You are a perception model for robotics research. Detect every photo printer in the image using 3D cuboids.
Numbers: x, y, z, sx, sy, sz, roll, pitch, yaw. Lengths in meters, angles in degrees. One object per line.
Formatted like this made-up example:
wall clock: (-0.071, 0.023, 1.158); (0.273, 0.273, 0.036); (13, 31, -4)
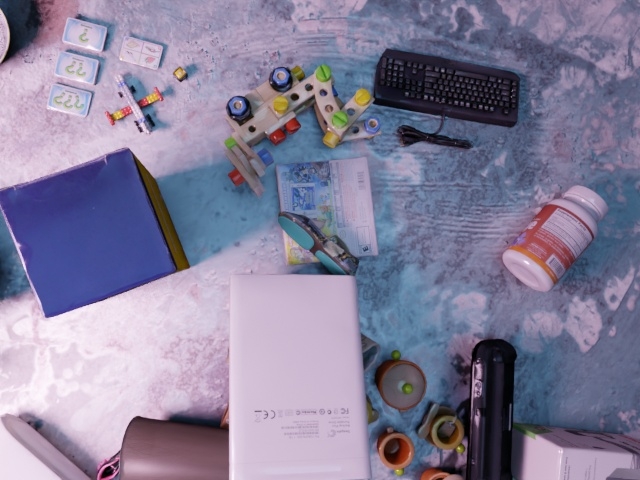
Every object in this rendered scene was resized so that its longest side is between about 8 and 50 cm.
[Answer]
photo printer: (-0.555, 0.485, 1.093); (0.307, 0.107, 0.256); (45, 82, -5)

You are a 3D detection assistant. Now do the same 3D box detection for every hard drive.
hard drive: (-0.041, 0.232, 1.059); (0.233, 0.047, 0.352); (2, 68, -12)

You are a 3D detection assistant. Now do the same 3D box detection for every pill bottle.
pill bottle: (0.491, -0.008, 1.266); (0.121, 0.121, 0.216); (44, 82, -5)

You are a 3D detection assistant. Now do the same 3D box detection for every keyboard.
keyboard: (0.266, -0.286, 1.286); (0.318, 0.033, 0.201); (7, 87, -8)

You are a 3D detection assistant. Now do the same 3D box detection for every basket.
basket: (-0.220, 0.413, 1.094); (0.227, 0.154, 0.204); (-4, 98, 7)

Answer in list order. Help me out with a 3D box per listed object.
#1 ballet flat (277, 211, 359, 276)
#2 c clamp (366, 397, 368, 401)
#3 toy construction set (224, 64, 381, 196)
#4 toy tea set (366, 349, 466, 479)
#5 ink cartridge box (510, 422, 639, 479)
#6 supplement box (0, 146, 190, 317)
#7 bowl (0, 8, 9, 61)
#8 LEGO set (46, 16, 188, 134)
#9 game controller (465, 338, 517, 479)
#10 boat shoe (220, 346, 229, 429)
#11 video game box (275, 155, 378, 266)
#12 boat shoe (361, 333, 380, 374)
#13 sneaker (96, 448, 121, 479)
ballet flat: (0.000, 0.000, 1.179); (0.188, 0.070, 0.070); (45, 82, -7)
c clamp: (0.045, 0.372, 1.184); (0.137, 0.022, 0.160); (-4, 112, 30)
toy construction set: (-0.059, -0.217, 1.173); (0.328, 0.151, 0.215); (-35, 85, -21)
toy tea set: (0.188, 0.383, 1.203); (0.336, 0.124, 0.200); (44, 82, -5)
ink cartridge box: (0.547, 0.454, 1.220); (0.273, 0.198, 0.114); (8, 86, -9)
supplement box: (-0.350, -0.007, 1.014); (0.194, 0.356, 0.195); (-21, 91, -9)
bowl: (-0.648, -0.366, 1.120); (0.170, 0.080, 0.169); (0, 88, -8)
LEGO set: (-0.388, -0.312, 1.172); (0.245, 0.060, 0.182); (14, 90, -9)
game controller: (0.344, 0.359, 1.226); (0.067, 0.167, 0.318); (2, 86, 31)
boat shoe: (-0.122, 0.224, 1.165); (0.117, 0.123, 0.324); (11, 85, -6)
video game box: (0.012, -0.059, 1.230); (0.187, 0.048, 0.205); (-6, 89, -11)
boat shoe: (0.000, 0.267, 1.127); (0.302, 0.094, 0.109); (-45, 131, -35)
sneaker: (-0.373, 0.414, 1.149); (0.119, 0.057, 0.047); (-42, 92, -9)
